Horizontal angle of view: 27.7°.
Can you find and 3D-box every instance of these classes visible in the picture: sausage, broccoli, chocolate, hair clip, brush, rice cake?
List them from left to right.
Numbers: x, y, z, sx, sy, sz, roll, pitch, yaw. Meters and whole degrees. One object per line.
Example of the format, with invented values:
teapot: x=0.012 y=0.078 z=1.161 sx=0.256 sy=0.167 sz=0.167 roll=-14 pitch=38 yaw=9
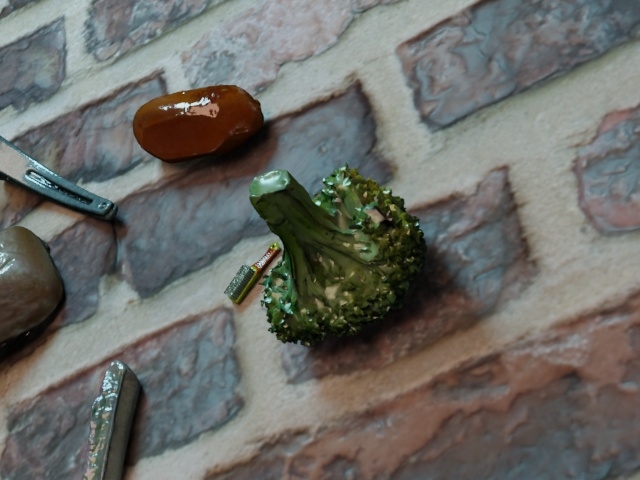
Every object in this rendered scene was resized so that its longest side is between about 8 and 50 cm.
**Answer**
chocolate: x=-0.449 y=0.069 z=1.587 sx=0.261 sy=0.083 sz=0.161 roll=-28 pitch=49 yaw=-11
hair clip: x=-0.347 y=-0.075 z=1.691 sx=0.275 sy=0.083 sz=0.048 roll=23 pitch=68 yaw=35
rice cake: x=-0.228 y=0.226 z=1.399 sx=0.036 sy=0.047 sz=0.207 roll=-3 pitch=58 yaw=15
sausage: x=-0.155 y=-0.142 z=1.583 sx=0.179 sy=0.089 sz=0.089 roll=-11 pitch=54 yaw=25
brush: x=-0.076 y=0.032 z=1.448 sx=0.083 sy=0.021 sz=0.018 roll=-51 pitch=43 yaw=-8
broccoli: x=0.000 y=0.000 z=1.301 sx=0.219 sy=0.194 sz=0.194 roll=-7 pitch=55 yaw=38
